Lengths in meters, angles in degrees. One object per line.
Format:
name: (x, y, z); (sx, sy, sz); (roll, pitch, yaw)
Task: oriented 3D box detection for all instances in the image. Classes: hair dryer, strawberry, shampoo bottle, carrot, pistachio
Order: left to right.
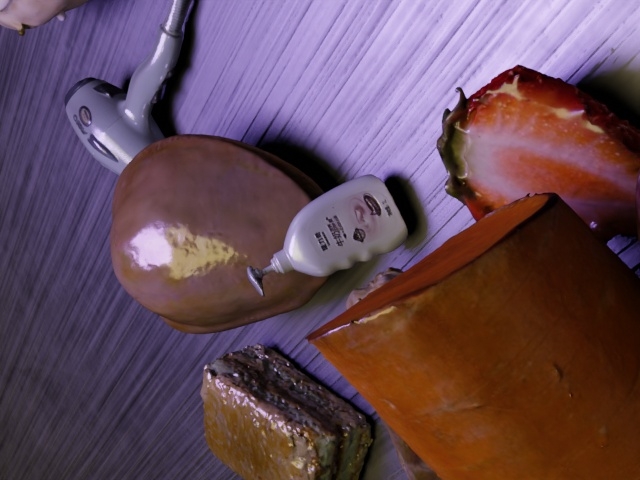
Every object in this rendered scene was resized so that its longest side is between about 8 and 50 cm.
hair dryer: (-0.168, -0.131, 1.024); (0.267, 0.092, 0.229); (-29, 93, 41)
pistachio: (-0.102, -0.013, 0.928); (0.260, 0.163, 0.212); (-15, 108, 28)
shampoo bottle: (0.000, 0.000, 0.828); (0.077, 0.152, 0.045); (64, 176, -2)
carrot: (0.164, 0.102, 0.617); (0.331, 0.214, 0.193); (45, 131, -12)
strawberry: (0.176, -0.064, 0.656); (0.187, 0.082, 0.146); (20, 145, 25)

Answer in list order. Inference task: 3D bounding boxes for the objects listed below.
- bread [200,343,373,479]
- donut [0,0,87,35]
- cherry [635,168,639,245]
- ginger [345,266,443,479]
bread: (-0.045, 0.218, 1.021); (0.196, 0.102, 0.138); (31, 131, 34)
donut: (-0.336, -0.403, 1.008); (0.371, 0.150, 0.307); (-24, 90, 51)
cherry: (0.289, -0.007, 0.467); (0.300, 0.203, 0.230); (20, 131, 57)
ginger: (0.103, 0.151, 0.818); (0.116, 0.109, 0.263); (-18, 95, 23)
